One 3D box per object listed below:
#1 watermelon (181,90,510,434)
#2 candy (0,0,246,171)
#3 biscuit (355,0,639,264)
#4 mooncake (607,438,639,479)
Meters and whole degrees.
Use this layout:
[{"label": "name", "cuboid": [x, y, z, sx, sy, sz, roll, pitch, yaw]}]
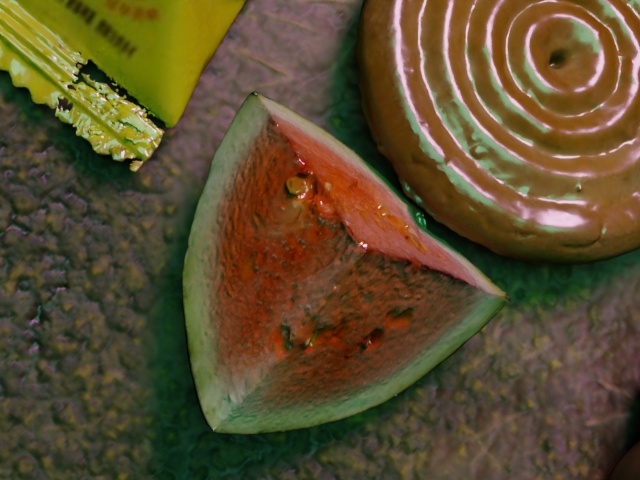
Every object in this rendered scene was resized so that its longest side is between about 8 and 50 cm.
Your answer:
[{"label": "watermelon", "cuboid": [-0.005, 0.007, 0.607, 0.193, 0.137, 0.145, -22, 52, -20]}, {"label": "candy", "cuboid": [-0.091, -0.208, 0.633, 0.187, 0.081, 0.297, 40, 88, -1]}, {"label": "biscuit", "cuboid": [0.148, -0.110, 0.663, 0.262, 0.037, 0.262, 4, 76, -15]}, {"label": "mooncake", "cuboid": [0.345, 0.181, 0.589, 0.378, 0.201, 0.378, 1, 85, -8]}]
